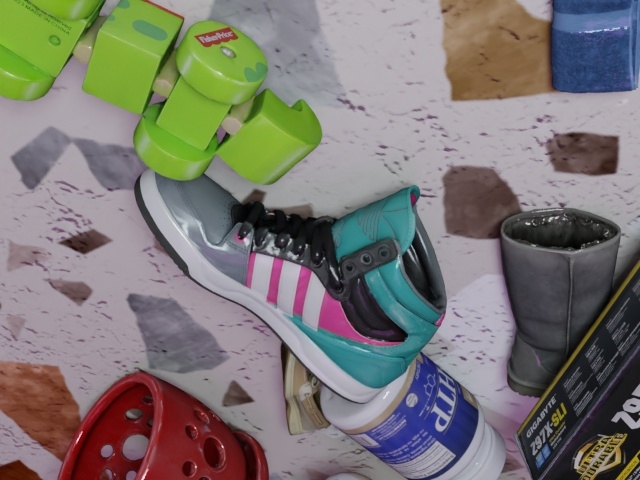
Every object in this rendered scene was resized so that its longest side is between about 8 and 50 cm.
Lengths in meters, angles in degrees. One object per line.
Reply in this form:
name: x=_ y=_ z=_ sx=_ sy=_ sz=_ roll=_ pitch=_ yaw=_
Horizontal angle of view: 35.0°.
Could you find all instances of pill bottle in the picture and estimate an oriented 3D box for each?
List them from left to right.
pill bottle: x=0.100 y=0.182 z=1.029 sx=0.112 sy=0.112 sz=0.187 roll=-32 pitch=123 yaw=31

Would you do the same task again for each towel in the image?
towel: x=0.205 y=-0.162 z=0.752 sx=0.067 sy=0.029 sz=0.119 roll=-1 pitch=133 yaw=9

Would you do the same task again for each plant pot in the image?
plant pot: x=-0.161 y=0.259 z=1.082 sx=0.174 sy=0.191 sz=0.191 roll=32 pitch=129 yaw=-28

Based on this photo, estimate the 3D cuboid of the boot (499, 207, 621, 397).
boot: x=0.257 y=0.063 z=0.937 sx=0.190 sy=0.076 sz=0.208 roll=0 pitch=126 yaw=4

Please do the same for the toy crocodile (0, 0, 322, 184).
toy crocodile: x=-0.151 y=-0.147 z=0.771 sx=0.341 sy=0.105 sz=0.115 roll=27 pitch=129 yaw=-12

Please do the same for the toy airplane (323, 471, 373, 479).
toy airplane: x=0.040 y=0.383 z=1.068 sx=0.386 sy=0.384 sz=0.272 roll=-19 pitch=97 yaw=16

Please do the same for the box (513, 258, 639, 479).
box: x=0.365 y=0.112 z=0.894 sx=0.257 sy=0.079 sz=0.322 roll=18 pitch=119 yaw=-16

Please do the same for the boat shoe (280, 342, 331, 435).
boat shoe: x=-0.015 y=0.151 z=1.056 sx=0.048 sy=0.056 sz=0.153 roll=-5 pitch=134 yaw=-2

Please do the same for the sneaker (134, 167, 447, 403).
sneaker: x=0.000 y=0.000 z=0.867 sx=0.295 sy=0.123 sz=0.178 roll=41 pitch=117 yaw=-17
